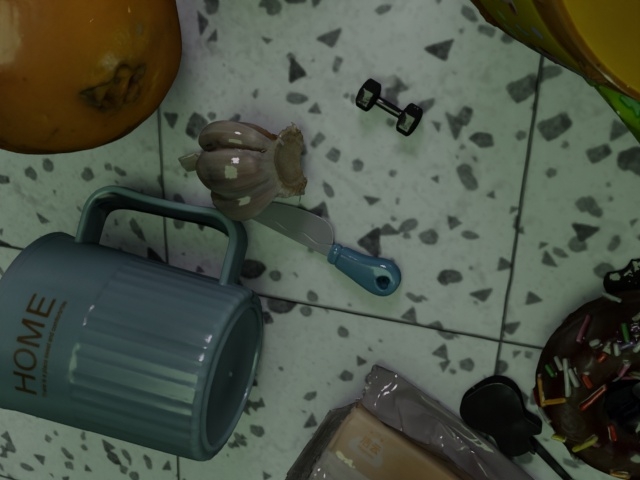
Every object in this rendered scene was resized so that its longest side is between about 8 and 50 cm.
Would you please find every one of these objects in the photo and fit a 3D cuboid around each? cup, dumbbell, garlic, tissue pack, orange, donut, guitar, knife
[{"bbox_3d":[-0.250,0.122,1.091,0.311,0.331,0.257,14,150,12],"label":"cup"},{"bbox_3d":[0.083,-0.162,0.936,0.083,0.040,0.036,32,87,5],"label":"dumbbell"},{"bbox_3d":[-0.122,-0.102,1.000,0.194,0.127,0.131,14,122,36],"label":"garlic"},{"bbox_3d":[0.135,0.341,1.061,0.305,0.238,0.239,36,119,3],"label":"tissue pack"},{"bbox_3d":[-0.319,-0.250,0.897,0.311,0.312,0.312,8,114,17],"label":"orange"},{"bbox_3d":[0.391,0.184,0.928,0.269,0.103,0.270,7,116,15],"label":"donut"},{"bbox_3d":[0.290,0.283,1.058,0.233,0.025,0.088,47,118,-3],"label":"guitar"},{"bbox_3d":[0.001,-0.001,1.045,0.244,0.032,0.058,31,121,10],"label":"knife"}]

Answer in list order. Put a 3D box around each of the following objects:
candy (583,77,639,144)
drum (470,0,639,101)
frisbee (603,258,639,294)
[{"bbox_3d":[0.394,-0.123,0.816,0.149,0.069,0.246,-28,100,22],"label":"candy"},{"bbox_3d":[0.304,-0.313,0.592,0.430,0.214,0.432,-5,117,-11],"label":"drum"},{"bbox_3d":[0.419,-0.015,0.890,0.210,0.012,0.188,-17,105,27],"label":"frisbee"}]
